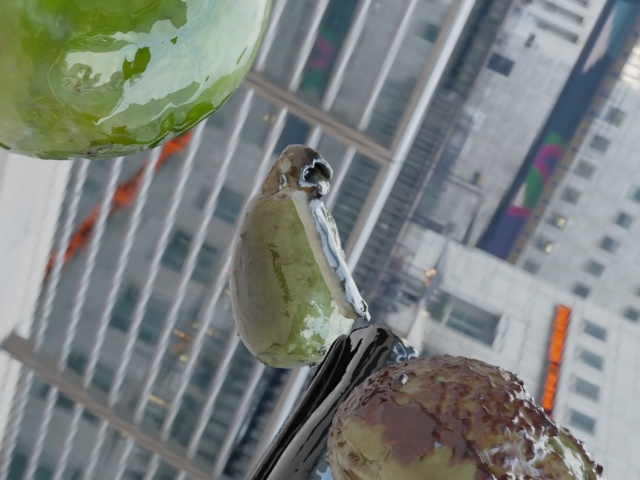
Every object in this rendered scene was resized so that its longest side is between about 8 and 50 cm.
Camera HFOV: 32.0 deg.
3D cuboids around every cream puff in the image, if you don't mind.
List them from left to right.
[{"bbox_3d":[0.069,0.107,0.459,0.084,0.149,0.149,-39,169,-17],"label":"cream puff"}]

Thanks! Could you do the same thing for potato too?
[{"bbox_3d":[-0.049,0.058,1.760,0.210,0.173,0.307,-34,-124,54],"label":"potato"}]

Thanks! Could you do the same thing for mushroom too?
[{"bbox_3d":[0.000,0.000,1.023,0.060,0.061,0.187,-50,125,-56],"label":"mushroom"}]

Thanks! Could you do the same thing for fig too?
[{"bbox_3d":[-0.166,-0.140,0.759,0.233,0.233,0.314,-62,-173,-33],"label":"fig"}]

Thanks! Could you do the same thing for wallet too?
[{"bbox_3d":[-0.056,0.264,1.076,0.406,0.062,0.228,-55,-174,-16],"label":"wallet"}]
